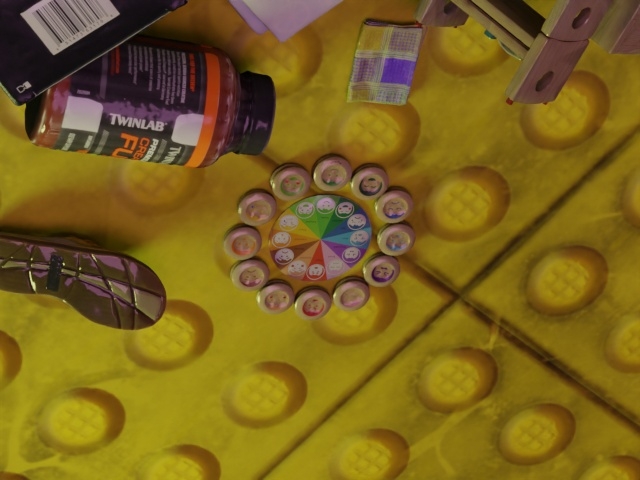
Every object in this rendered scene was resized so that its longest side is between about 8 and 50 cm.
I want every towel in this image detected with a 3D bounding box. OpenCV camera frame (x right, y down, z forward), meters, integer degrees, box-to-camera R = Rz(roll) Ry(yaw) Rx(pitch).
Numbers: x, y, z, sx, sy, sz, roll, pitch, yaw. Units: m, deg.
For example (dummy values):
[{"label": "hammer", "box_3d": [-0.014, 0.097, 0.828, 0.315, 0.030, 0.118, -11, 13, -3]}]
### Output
[{"label": "towel", "box_3d": [0.057, -0.156, 1.532, 0.060, 0.009, 0.083, 4, 123, -18]}]

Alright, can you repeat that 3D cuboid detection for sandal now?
[{"label": "sandal", "box_3d": [-0.224, 0.027, 1.568, 0.180, 0.049, 0.072, 15, 115, -7]}]

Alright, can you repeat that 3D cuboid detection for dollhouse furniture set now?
[{"label": "dollhouse furniture set", "box_3d": [0.202, -0.203, 1.490, 0.183, 0.129, 0.129, -5, 132, -49]}]

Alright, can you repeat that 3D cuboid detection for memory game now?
[{"label": "memory game", "box_3d": [0.000, 0.000, 1.626, 0.186, 0.012, 0.186, -7, 126, -10]}]

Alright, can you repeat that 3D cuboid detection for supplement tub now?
[{"label": "supplement tub", "box_3d": [-0.140, -0.117, 1.447, 0.198, 0.106, 0.106, 7, 122, -19]}]

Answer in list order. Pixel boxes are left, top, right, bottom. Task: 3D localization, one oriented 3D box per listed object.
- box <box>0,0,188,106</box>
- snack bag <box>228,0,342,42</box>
[{"label": "box", "box_3d": [-0.200, -0.210, 1.332, 0.156, 0.158, 0.093, -31, 127, 7]}, {"label": "snack bag", "box_3d": [0.016, -0.317, 1.291, 0.323, 0.037, 0.342, -32, 147, 9]}]
